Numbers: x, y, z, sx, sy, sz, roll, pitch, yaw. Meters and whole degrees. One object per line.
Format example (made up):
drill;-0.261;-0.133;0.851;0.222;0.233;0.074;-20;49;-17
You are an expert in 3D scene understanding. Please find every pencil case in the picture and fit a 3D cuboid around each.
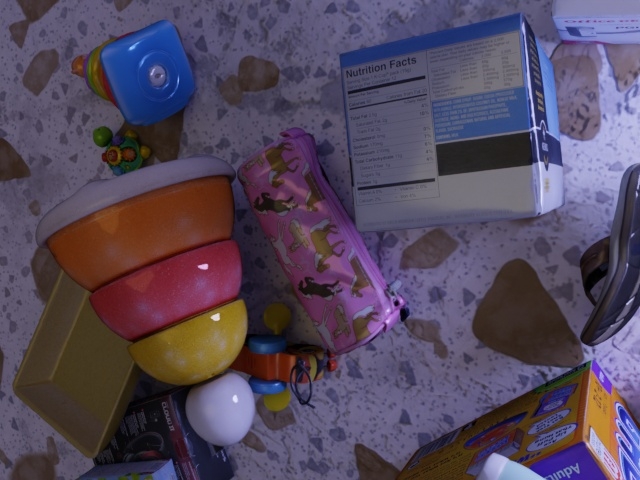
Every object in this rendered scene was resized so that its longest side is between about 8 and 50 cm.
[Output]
pencil case;0.000;0.000;1.083;0.167;0.160;0.386;-31;81;3

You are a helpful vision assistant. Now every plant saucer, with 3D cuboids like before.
plant saucer;-0.470;0.226;1.303;0.332;0.081;0.333;20;87;36

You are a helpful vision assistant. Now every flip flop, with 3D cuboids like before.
flip flop;0.430;0.022;0.924;0.080;0.112;0.277;19;107;48

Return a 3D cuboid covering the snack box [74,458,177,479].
snack box;-0.368;0.531;1.233;0.207;0.070;0.175;-13;93;24

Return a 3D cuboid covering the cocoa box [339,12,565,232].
cocoa box;0.202;-0.143;0.869;0.231;0.347;0.228;-5;93;26

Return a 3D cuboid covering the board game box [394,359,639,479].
board game box;0.319;0.442;0.868;0.356;0.356;0.356;-36;79;24

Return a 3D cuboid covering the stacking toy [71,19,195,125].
stacking toy;-0.413;-0.338;1.254;0.301;0.175;0.166;17;135;38

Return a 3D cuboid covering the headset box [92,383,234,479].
headset box;-0.330;0.433;1.303;0.293;0.110;0.218;-23;86;25

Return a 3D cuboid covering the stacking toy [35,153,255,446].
stacking toy;-0.240;0.124;1.081;0.350;0.350;0.480;-22;90;25

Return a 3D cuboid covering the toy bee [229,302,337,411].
toy bee;-0.058;0.233;1.155;0.298;0.162;0.195;37;120;43

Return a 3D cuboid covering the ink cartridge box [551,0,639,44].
ink cartridge box;0.400;-0.322;0.830;0.158;0.218;0.092;7;98;24

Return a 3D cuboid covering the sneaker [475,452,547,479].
sneaker;0.208;0.376;0.661;0.151;0.094;0.256;20;100;30

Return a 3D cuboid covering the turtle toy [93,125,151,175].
turtle toy;-0.423;-0.186;1.308;0.130;0.066;0.095;47;111;14
